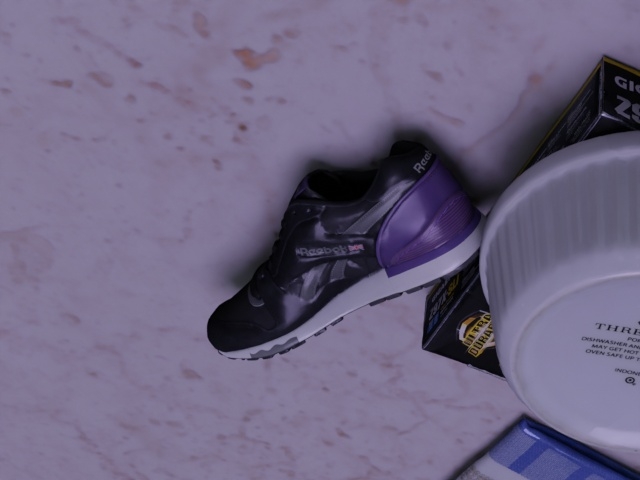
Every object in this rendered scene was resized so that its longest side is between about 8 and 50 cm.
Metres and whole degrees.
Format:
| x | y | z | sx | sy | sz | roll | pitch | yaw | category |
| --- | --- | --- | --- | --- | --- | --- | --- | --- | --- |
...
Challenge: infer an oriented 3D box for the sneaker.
| x | y | z | sx | sy | sz | roll | pitch | yaw | category |
| --- | --- | --- | --- | --- | --- | --- | --- | --- | --- |
| 0.000 | 0.000 | 1.462 | 0.283 | 0.107 | 0.124 | -27 | 110 | 27 | sneaker |

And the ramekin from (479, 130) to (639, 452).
| x | y | z | sx | sy | sz | roll | pitch | yaw | category |
| --- | --- | --- | --- | --- | --- | --- | --- | --- | --- |
| 0.256 | 0.054 | 1.325 | 0.273 | 0.127 | 0.273 | 5 | 136 | 5 | ramekin |

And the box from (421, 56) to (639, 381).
| x | y | z | sx | sy | sz | roll | pitch | yaw | category |
| --- | --- | --- | --- | --- | --- | --- | --- | --- | --- |
| 0.270 | 0.021 | 1.435 | 0.257 | 0.079 | 0.322 | 22 | 134 | -10 | box |

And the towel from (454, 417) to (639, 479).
| x | y | z | sx | sy | sz | roll | pitch | yaw | category |
| --- | --- | --- | --- | --- | --- | --- | --- | --- | --- |
| 0.212 | 0.300 | 1.756 | 0.209 | 0.034 | 0.285 | 27 | 131 | -14 | towel |
